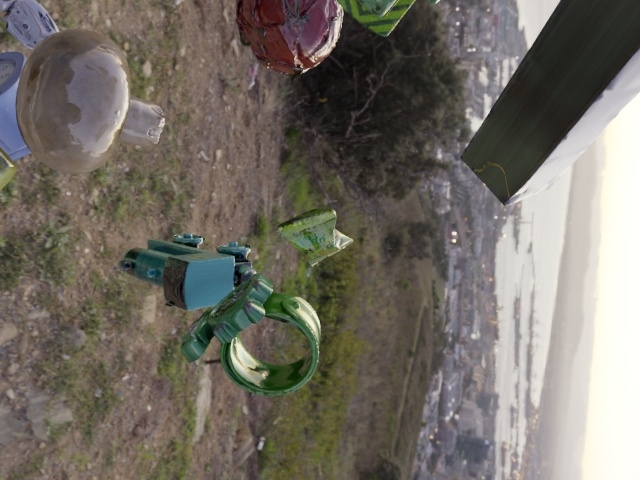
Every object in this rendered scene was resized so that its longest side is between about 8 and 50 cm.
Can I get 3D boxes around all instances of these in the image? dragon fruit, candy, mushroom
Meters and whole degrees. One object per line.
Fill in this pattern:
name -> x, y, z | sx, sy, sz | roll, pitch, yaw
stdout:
dragon fruit -> -0.065, -0.505, 1.089 | 0.245, 0.299, 0.244 | 10, 65, -22
candy -> 0.000, 0.000, 1.245 | 0.246, 0.149, 0.069 | 45, 26, -65
mushroom -> -0.325, -0.192, 0.713 | 0.204, 0.204, 0.204 | -16, 108, -59

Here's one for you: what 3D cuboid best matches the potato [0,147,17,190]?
potato -> -0.362, -0.097, 0.452 | 0.149, 0.120, 0.081 | 53, 10, -24

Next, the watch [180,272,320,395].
watch -> -0.085, 0.138, 0.674 | 0.152, 0.165, 0.131 | 49, 11, -13

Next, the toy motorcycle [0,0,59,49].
toy motorcycle -> -0.724, -0.550, 1.231 | 0.254, 0.113, 0.112 | 47, 53, -39

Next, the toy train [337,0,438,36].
toy train -> 0.128, -0.384, 0.595 | 0.139, 0.178, 0.330 | 33, 59, -11

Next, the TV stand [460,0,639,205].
TV stand -> 0.239, -0.152, 0.445 | 0.088, 0.082, 0.269 | -23, 155, -28

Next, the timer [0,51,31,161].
timer -> -0.809, -0.297, 1.117 | 0.395, 0.395, 0.173 | -65, 147, -32

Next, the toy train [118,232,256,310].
toy train -> -0.275, 0.056, 0.994 | 0.194, 0.298, 0.120 | -6, 102, -49
